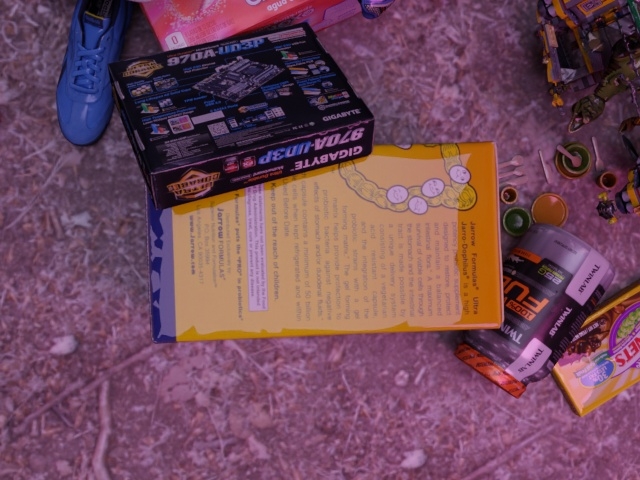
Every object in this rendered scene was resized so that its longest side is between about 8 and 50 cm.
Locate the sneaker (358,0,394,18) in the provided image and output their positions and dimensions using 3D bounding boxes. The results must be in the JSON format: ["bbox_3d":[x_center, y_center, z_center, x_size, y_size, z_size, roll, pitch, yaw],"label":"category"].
[{"bbox_3d":[-0.012,-0.294,0.764,0.221,0.083,0.087,24,95,1],"label":"sneaker"}]

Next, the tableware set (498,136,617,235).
[{"bbox_3d":[0.294,-0.066,0.961,0.154,0.024,0.104,-15,91,-5],"label":"tableware set"}]

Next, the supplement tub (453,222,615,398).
[{"bbox_3d":[0.249,0.084,0.909,0.117,0.117,0.190,35,86,-3],"label":"supplement tub"}]

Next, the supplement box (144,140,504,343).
[{"bbox_3d":[0.000,0.000,0.854,0.357,0.194,0.195,-2,90,-5],"label":"supplement box"}]

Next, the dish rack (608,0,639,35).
[{"bbox_3d":[0.456,-0.417,0.955,0.286,0.072,0.332,22,89,-4],"label":"dish rack"}]

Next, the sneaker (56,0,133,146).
[{"bbox_3d":[-0.269,-0.216,0.894,0.069,0.082,0.209,13,90,-6],"label":"sneaker"}]

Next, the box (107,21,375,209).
[{"bbox_3d":[-0.080,-0.130,0.755,0.220,0.051,0.175,-17,51,-16],"label":"box"}]

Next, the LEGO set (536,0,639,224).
[{"bbox_3d":[0.325,-0.160,0.865,0.255,0.192,0.331,-34,99,-40],"label":"LEGO set"}]

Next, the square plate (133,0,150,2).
[{"bbox_3d":[-0.220,-0.433,0.813,0.344,0.049,0.347,23,86,37],"label":"square plate"}]

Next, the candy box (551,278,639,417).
[{"bbox_3d":[0.383,0.124,0.964,0.206,0.027,0.105,-31,94,-4],"label":"candy box"}]

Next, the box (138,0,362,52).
[{"bbox_3d":[-0.058,-0.306,0.875,0.300,0.154,0.142,-25,90,-3],"label":"box"}]
